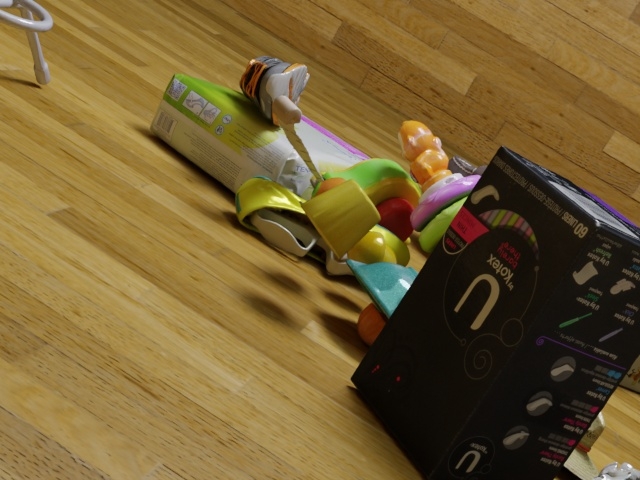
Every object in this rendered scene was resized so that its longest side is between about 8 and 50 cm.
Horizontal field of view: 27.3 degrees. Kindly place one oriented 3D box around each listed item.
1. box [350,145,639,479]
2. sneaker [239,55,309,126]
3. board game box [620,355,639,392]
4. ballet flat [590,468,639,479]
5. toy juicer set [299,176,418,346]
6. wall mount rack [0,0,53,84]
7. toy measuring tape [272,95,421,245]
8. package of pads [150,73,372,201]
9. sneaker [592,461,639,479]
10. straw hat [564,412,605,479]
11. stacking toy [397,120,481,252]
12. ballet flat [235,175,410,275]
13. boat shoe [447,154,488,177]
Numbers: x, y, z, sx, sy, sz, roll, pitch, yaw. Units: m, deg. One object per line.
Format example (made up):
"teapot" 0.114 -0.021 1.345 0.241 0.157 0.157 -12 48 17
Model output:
"box" 0.178 0.080 1.198 0.143 0.270 0.165 22 16 -35
"sneaker" -0.066 -0.199 1.701 0.083 0.084 0.215 26 4 -2
"board game box" 0.341 0.094 1.920 0.303 0.097 0.224 21 17 -33
"ballet flat" 0.170 0.229 0.968 0.409 0.147 0.147 18 19 -48
"toy juicer set" 0.075 0.073 1.435 0.329 0.089 0.209 54 -1 -13
"wall mount rack" -0.447 -0.283 1.506 0.350 0.130 0.304 34 17 12
"toy measuring tape" 0.049 -0.083 1.631 0.121 0.121 0.330 43 -11 43
"package of pads" -0.058 -0.113 1.781 0.229 0.101 0.296 36 14 27
"sneaker" 0.313 0.282 1.258 0.076 0.065 0.166 -7 33 -43
"straw hat" 0.266 0.193 1.405 0.144 0.061 0.144 39 9 -7
"stacking toy" 0.175 -0.019 1.592 0.301 0.166 0.175 59 15 14
"ballet flat" 0.000 0.000 1.582 0.231 0.077 0.077 26 35 -12
"boat shoe" 0.274 -0.056 1.908 0.117 0.096 0.324 22 16 -30
